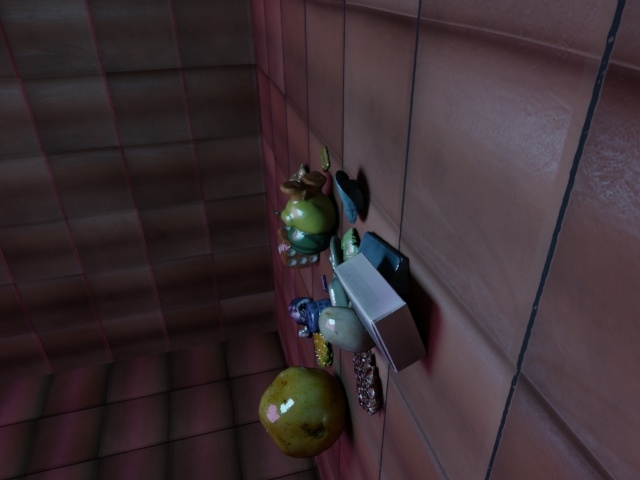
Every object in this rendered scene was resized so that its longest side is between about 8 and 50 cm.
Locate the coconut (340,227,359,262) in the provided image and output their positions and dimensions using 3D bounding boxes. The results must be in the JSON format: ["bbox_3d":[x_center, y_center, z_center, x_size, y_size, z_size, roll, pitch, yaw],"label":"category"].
[{"bbox_3d":[0.103,0.039,1.608,0.133,0.055,0.157,-140,42,-74],"label":"coconut"}]

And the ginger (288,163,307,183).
[{"bbox_3d":[-0.106,-0.298,2.290,0.288,0.075,0.089,138,118,-70],"label":"ginger"}]

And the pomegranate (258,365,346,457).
[{"bbox_3d":[-0.087,0.775,2.149,0.417,0.417,0.416,171,90,-77],"label":"pomegranate"}]

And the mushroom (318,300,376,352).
[{"bbox_3d":[0.105,0.246,1.504,0.207,0.208,0.215,139,153,-75],"label":"mushroom"}]

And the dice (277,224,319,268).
[{"bbox_3d":[-0.106,0.026,2.254,0.179,0.175,0.173,-118,23,-47],"label":"dice"}]

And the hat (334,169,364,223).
[{"bbox_3d":[0.101,-0.139,1.467,0.190,0.078,0.138,67,-167,-54],"label":"hat"}]

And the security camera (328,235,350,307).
[{"bbox_3d":[0.066,0.132,1.672,0.157,0.080,0.301,15,-118,-70],"label":"security camera"}]

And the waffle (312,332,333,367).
[{"bbox_3d":[-0.001,0.505,2.363,0.280,0.060,0.262,94,162,-44],"label":"waffle"}]

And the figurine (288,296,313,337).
[{"bbox_3d":[-0.093,0.418,2.556,0.145,0.146,0.222,156,103,-77],"label":"figurine"}]

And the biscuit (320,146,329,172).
[{"bbox_3d":[0.017,-0.315,1.835,0.083,0.018,0.081,133,128,-74],"label":"biscuit"}]

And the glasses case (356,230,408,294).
[{"bbox_3d":[0.169,0.059,1.327,0.266,0.056,0.105,-132,35,-68],"label":"glasses case"}]

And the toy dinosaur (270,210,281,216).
[{"bbox_3d":[-0.175,-0.119,2.446,0.187,0.179,0.086,178,84,-80],"label":"toy dinosaur"}]

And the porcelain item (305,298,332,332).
[{"bbox_3d":[-0.004,0.346,2.153,0.147,0.114,0.147,170,90,-78],"label":"porcelain item"}]

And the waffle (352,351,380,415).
[{"bbox_3d":[0.162,0.498,1.663,0.221,0.056,0.234,116,148,-71],"label":"waffle"}]

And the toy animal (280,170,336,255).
[{"bbox_3d":[-0.035,-0.083,1.835,0.191,0.216,0.338,32,139,38],"label":"toy animal"}]

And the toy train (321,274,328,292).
[{"bbox_3d":[0.020,0.201,2.168,0.017,0.017,0.083,144,116,-77],"label":"toy train"}]

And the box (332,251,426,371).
[{"bbox_3d":[0.148,0.181,1.213,0.203,0.106,0.251,64,175,-34],"label":"box"}]
